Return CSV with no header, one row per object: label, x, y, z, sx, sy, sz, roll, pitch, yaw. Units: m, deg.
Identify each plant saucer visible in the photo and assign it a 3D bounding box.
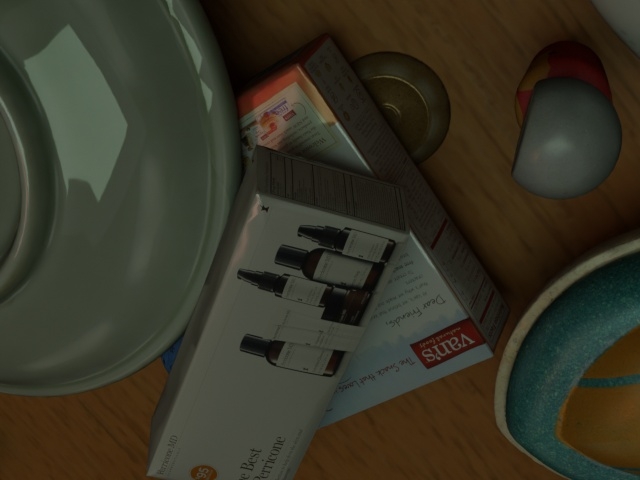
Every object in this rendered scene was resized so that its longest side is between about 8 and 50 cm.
plant saucer,-0.249,-0.064,0.872,0.401,0.100,0.400,8,113,21
plant saucer,0.045,-0.083,0.890,0.083,0.015,0.083,4,114,10

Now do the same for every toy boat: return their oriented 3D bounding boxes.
toy boat,0.200,0.030,0.803,0.267,0.148,0.318,-25,108,21

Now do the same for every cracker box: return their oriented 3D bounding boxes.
cracker box,0.000,0.000,0.897,0.156,0.067,0.232,-26,105,30

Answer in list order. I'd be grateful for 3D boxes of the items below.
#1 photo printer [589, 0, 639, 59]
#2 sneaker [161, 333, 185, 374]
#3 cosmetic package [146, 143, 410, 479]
photo printer,0.302,-0.149,0.690,0.256,0.107,0.307,32,148,-15
sneaker,-0.095,0.058,0.951,0.082,0.069,0.209,-22,107,23
cosmetic package,-0.033,0.062,0.849,0.099,0.060,0.239,16,124,-11
